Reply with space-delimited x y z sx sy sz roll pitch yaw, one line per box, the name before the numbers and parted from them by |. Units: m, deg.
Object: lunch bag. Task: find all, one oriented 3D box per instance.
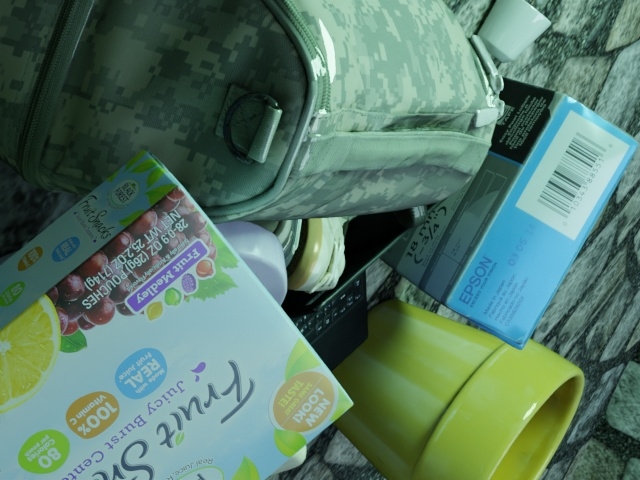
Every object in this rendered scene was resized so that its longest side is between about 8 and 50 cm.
lunch bag | -0.045 -0.111 0.956 0.305 0.256 0.213 -7 126 -63

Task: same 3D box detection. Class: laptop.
laptop | 0.021 0.082 1.500 0.234 0.136 0.264 -39 140 -37

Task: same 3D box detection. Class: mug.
mug | 0.200 -0.218 1.593 0.064 0.062 0.078 -53 152 9

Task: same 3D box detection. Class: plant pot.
plant pot | 0.139 0.197 1.769 0.254 0.239 0.254 -45 154 -29

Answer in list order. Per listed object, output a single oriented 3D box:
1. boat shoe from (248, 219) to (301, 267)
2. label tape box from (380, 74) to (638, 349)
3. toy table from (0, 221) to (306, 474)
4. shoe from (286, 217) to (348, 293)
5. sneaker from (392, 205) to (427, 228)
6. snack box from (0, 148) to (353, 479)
boat shoe | -0.047 -0.066 1.151 0.065 0.075 0.206 68 17 -57
label tape box | 0.174 -0.049 1.636 0.241 0.106 0.333 -61 -161 3
toy table | -0.139 0.108 0.987 0.274 0.161 0.252 -28 146 29
shoe | 0.000 0.000 1.334 0.219 0.058 0.077 -95 -155 -78
sneaker | 0.087 -0.101 1.413 0.089 0.170 0.051 -18 169 -23
snack box | -0.114 0.085 0.807 0.207 0.070 0.174 -38 121 -4
